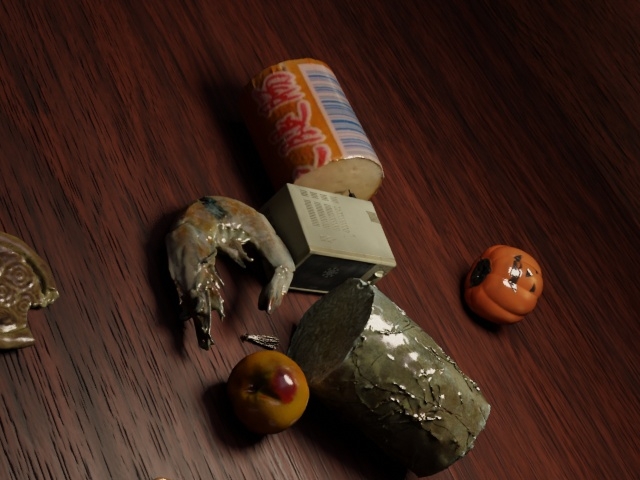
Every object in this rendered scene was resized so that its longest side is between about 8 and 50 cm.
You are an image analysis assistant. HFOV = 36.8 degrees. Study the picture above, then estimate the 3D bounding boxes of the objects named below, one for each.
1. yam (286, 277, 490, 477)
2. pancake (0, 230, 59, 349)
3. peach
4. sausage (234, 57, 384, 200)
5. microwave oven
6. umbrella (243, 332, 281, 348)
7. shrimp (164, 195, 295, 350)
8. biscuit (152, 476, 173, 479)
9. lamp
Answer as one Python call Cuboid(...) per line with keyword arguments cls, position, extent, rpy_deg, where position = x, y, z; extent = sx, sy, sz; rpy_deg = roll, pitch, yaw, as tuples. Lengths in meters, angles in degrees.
Cuboid(cls="yam", position=(0.123, 0.253, 1.738), extent=(0.348, 0.241, 0.241), rpy_deg=(41, 33, -11))
Cuboid(cls="pancake", position=(-0.491, 0.066, 1.415), extent=(0.212, 0.029, 0.235), rpy_deg=(30, 34, -21))
Cuboid(cls="peach", position=(-0.082, 0.250, 1.586), extent=(0.138, 0.138, 0.138), rpy_deg=(29, 37, -25))
Cuboid(cls="sausage", position=(-0.022, -0.211, 2.048), extent=(0.233, 0.233, 0.287), rpy_deg=(4, 52, -46))
Cuboid(cls="microwave oven", position=(0.000, 0.000, 1.923), extent=(0.241, 0.145, 0.194), rpy_deg=(9, 47, -43))
Cuboid(cls="umbrella", position=(-0.104, 0.178, 1.735), extent=(0.083, 0.020, 0.031), rpy_deg=(12, 45, -34))
Cuboid(cls="shrimp", position=(-0.163, 0.053, 1.709), extent=(0.247, 0.085, 0.360), rpy_deg=(18, 42, -14))
Cuboid(cls="biscuit", position=(-0.216, 0.442, 1.314), extent=(0.165, 0.036, 0.250), rpy_deg=(39, 30, -10))
Cuboid(cls="lamp", position=(0.434, 0.109, 2.256), extent=(0.164, 0.187, 0.187), rpy_deg=(30, 36, -17))
